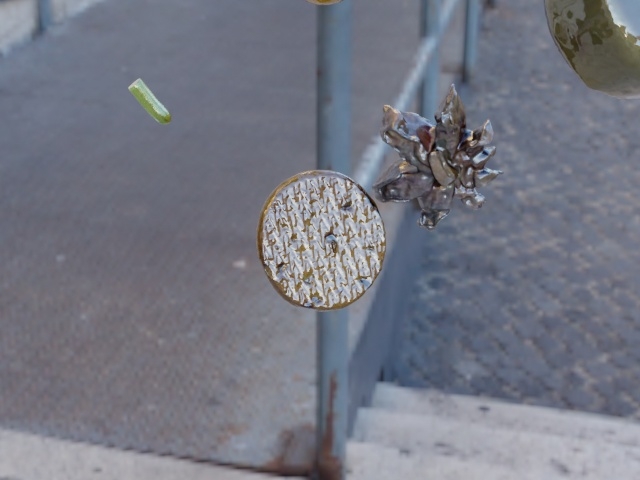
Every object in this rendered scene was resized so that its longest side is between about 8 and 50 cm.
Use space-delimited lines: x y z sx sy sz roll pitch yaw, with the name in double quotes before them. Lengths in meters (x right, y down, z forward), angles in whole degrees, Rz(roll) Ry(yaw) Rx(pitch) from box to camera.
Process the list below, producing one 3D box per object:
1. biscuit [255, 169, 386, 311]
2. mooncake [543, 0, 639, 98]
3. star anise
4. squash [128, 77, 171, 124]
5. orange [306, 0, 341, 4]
"biscuit" 0.000 0.000 2.075 0.212 0.212 0.036 -11 3 -20
"mooncake" 0.460 -0.344 2.003 0.284 0.285 0.155 -18 2 -30
"star anise" 0.171 -0.118 2.141 0.214 0.220 0.099 -31 26 18
"squash" -0.265 -0.214 2.189 0.027 0.083 0.027 -35 19 13
"orange" 0.008 -0.355 1.765 0.169 0.112 0.160 16 29 14
